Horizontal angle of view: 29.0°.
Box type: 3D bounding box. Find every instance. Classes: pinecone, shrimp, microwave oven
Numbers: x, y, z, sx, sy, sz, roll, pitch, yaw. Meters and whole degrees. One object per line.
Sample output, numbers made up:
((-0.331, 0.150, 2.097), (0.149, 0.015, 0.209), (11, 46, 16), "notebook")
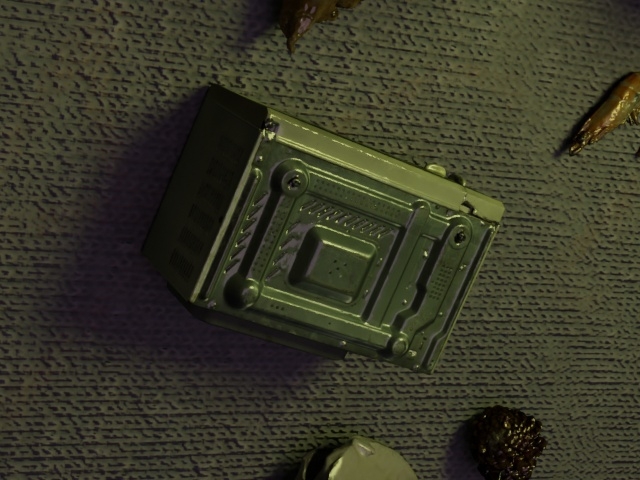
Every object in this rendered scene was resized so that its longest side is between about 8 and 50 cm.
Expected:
((0.187, 0.208, 1.243), (0.077, 0.077, 0.083), (-26, 140, -16), "pinecone")
((0.293, -0.107, 1.210), (0.127, 0.025, 0.091), (-35, 120, -14), "shrimp")
((0.000, 0.000, 1.041), (0.241, 0.145, 0.193), (19, 95, -30), "microwave oven")

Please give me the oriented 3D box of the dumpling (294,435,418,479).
((0.041, 0.334, 1.167), (0.205, 0.163, 0.292), (10, 91, -24), "dumpling")

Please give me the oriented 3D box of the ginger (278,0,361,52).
((0.022, -0.264, 1.011), (0.214, 0.059, 0.133), (-40, 114, -11), "ginger")
